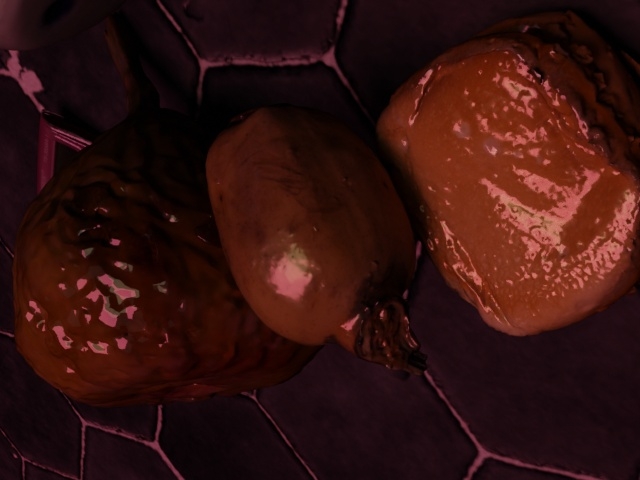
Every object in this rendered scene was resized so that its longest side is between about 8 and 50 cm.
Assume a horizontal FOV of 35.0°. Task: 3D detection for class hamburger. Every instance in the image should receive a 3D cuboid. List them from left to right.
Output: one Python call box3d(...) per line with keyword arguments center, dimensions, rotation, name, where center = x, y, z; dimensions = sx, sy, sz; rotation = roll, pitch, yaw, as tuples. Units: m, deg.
box3d(center=(0.139, -0.042, 0.689), dimensions=(0.213, 0.108, 0.214), rotation=(24, 132, 29), name="hamburger")

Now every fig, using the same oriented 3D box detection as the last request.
box3d(center=(-0.143, -0.041, 0.870), dimensions=(0.286, 0.286, 0.369), rotation=(-30, 73, 49), name="fig")

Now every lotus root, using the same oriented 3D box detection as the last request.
box3d(center=(0.000, 0.000, 0.692), dimensions=(0.125, 0.118, 0.221), rotation=(-30, 71, 7), name="lotus root")

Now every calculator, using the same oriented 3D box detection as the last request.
box3d(center=(-0.224, -0.047, 1.070), dimensions=(0.190, 0.034, 0.127), rotation=(33, 135, 12), name="calculator")

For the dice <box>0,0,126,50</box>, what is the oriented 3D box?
box3d(center=(-0.232, -0.280, 0.786), dimensions=(0.193, 0.192, 0.194), rotation=(44, 140, 5), name="dice")
